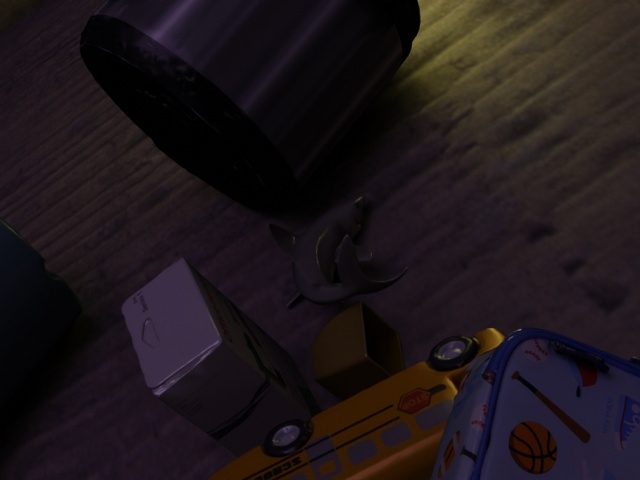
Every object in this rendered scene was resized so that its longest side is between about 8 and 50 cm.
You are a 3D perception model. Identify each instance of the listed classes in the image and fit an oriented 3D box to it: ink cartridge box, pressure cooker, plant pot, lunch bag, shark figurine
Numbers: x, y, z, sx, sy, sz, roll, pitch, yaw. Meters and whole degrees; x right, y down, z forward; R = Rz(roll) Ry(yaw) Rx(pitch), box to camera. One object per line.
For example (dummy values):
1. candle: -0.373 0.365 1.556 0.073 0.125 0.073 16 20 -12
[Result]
1. ink cartridge box: -0.102 0.143 1.025 0.093 0.219 0.160 -39 41 3
2. pressure cooker: -0.074 -0.300 1.290 0.370 0.375 0.420 37 79 10
3. plant pot: -0.546 0.131 1.324 0.341 0.341 0.334 20 61 46
4. lunch bag: 0.205 0.225 0.725 0.115 0.243 0.303 121 171 -65
5. plant pot: 0.036 0.131 1.039 0.083 0.081 0.081 -28 42 23
6. shark figurine: -0.011 0.019 1.098 0.166 0.116 0.278 -43 16 9

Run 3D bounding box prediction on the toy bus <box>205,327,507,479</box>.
1. toy bus: 0.054 0.212 0.866 0.333 0.108 0.130 -26 25 -3
